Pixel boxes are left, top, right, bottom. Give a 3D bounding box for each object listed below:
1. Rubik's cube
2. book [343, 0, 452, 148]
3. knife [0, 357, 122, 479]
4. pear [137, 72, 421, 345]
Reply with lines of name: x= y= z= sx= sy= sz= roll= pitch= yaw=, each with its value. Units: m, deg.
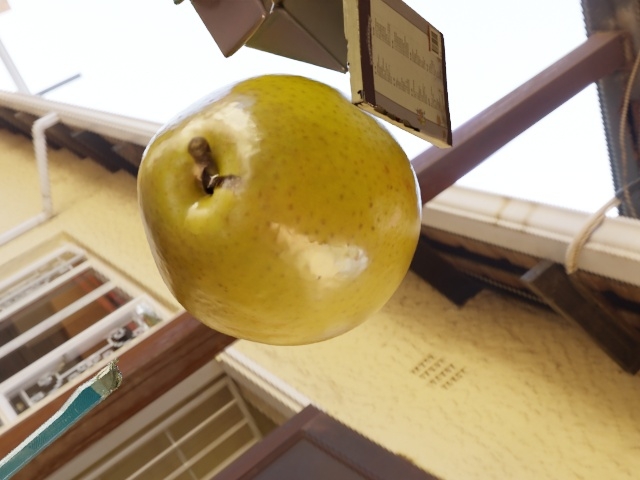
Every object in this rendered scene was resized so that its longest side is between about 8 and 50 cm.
Rubik's cube: x=-0.032 y=-0.425 z=1.039 sx=0.368 sy=0.387 sz=0.358 roll=41 pitch=-58 yaw=-16
book: x=0.095 y=-0.207 z=0.897 sx=0.026 sy=0.231 sz=0.157 roll=-9 pitch=-102 yaw=32
knife: x=-0.434 y=0.301 z=1.231 sx=0.026 sy=0.296 sz=0.044 roll=-14 pitch=-67 yaw=55
pear: x=-0.050 y=-0.037 z=1.011 sx=0.362 sy=0.362 sz=0.418 roll=41 pitch=11 yaw=29
